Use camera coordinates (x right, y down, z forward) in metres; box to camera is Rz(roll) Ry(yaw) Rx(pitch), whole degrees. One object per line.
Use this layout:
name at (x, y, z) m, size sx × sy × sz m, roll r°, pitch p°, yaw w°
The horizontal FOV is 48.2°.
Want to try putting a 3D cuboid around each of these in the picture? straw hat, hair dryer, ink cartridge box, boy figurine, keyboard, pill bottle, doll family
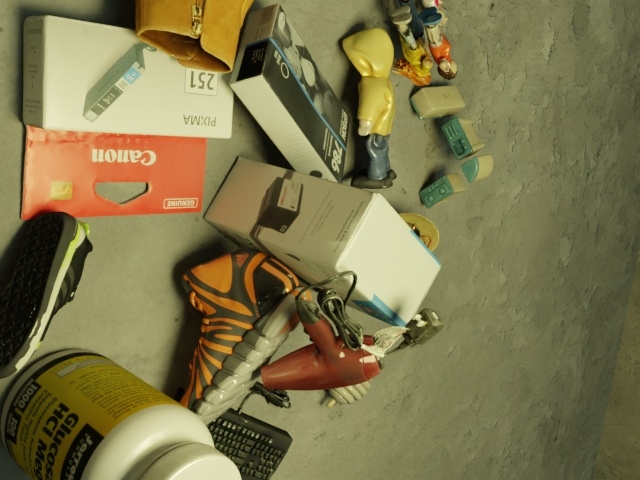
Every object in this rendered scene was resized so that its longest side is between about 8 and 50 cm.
straw hat at (0.173, -0.024, 1.488) m, size 0.061 × 0.144 × 0.144 m, roll -93°, pitch 157°, yaw -46°
hair dryer at (0.011, 0.141, 1.055) m, size 0.223 × 0.293 × 0.080 m, roll 26°, pitch 38°, yaw -26°
ink cartridge box at (-0.024, -0.202, 1.169) m, size 0.332 × 0.065 × 0.165 m, roll 52°, pitch 37°, yaw -47°
boy figurine at (0.092, -0.237, 1.302) m, size 0.177 × 0.092 × 0.285 m, roll -58°, pitch 145°, yaw -64°
ink cartridge box at (-0.257, -0.157, 0.994) m, size 0.296 × 0.066 × 0.261 m, roll -6°, pitch 105°, yaw -45°
keyboard at (-0.151, 0.331, 1.287) m, size 0.317 × 0.033 × 0.201 m, roll 38°, pitch 74°, yaw -47°
pill bottle at (-0.260, 0.277, 0.928) m, size 0.188 × 0.334 × 0.188 m, roll -16°, pitch 113°, yaw -43°
ink cartridge box at (0.000, 0.000, 1.136) m, size 0.223 × 0.307 × 0.129 m, roll 42°, pitch 74°, yaw -45°
doll family at (0.179, -0.387, 1.335) m, size 0.163 × 0.118 × 0.263 m, roll 59°, pitch 24°, yaw -45°

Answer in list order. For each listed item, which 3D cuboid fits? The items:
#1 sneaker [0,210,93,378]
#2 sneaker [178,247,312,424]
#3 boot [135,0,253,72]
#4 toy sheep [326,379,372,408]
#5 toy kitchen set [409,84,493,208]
sneaker at (-0.353, 0.074, 0.930) m, size 0.097 × 0.084 × 0.234 m, roll 60°, pitch 44°, yaw -58°
sneaker at (-0.166, 0.148, 1.141) m, size 0.321 × 0.180 × 0.124 m, roll -52°, pitch 165°, yaw 10°
boot at (-0.126, -0.334, 1.005) m, size 0.295 × 0.104 × 0.211 m, roll 3°, pitch 77°, yaw -36°
toy sheep at (0.060, 0.291, 1.458) m, size 0.132 × 0.091 × 0.091 m, roll -51°, pitch 134°, yaw -15°
toy kitchen set at (0.238, -0.193, 1.509) m, size 0.122 × 0.166 × 0.207 m, roll -15°, pitch 76°, yaw -44°
